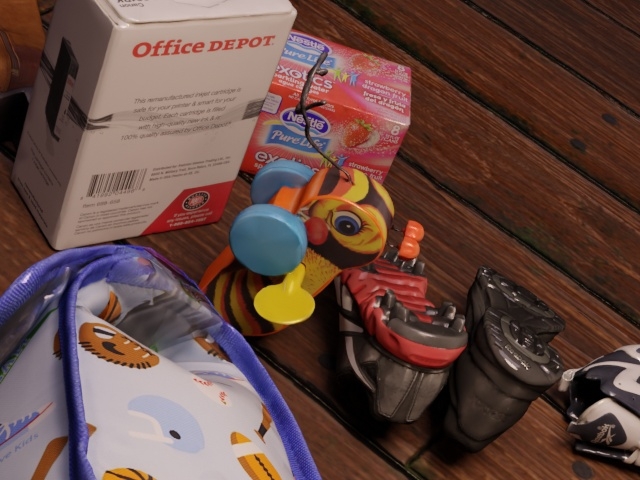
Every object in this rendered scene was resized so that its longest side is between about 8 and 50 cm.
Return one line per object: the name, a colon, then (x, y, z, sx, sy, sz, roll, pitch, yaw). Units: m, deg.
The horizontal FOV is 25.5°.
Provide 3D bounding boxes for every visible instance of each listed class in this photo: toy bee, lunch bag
toy bee: (0.000, 0.000, 1.272, 0.162, 0.298, 0.195, 28, 59, -4)
lunch bag: (-0.171, 0.197, 0.831, 0.239, 0.328, 0.385, 37, 12, -23)

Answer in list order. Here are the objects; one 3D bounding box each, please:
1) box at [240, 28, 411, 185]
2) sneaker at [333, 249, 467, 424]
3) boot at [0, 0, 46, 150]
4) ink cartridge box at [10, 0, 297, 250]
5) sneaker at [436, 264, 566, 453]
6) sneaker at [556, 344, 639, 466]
box: (-0.039, -0.149, 1.550, 0.257, 0.128, 0.122, 17, 39, -9)
sneaker: (0.058, 0.087, 1.354, 0.098, 0.135, 0.276, 12, 17, -15)
boot: (-0.391, -0.210, 1.465, 0.264, 0.096, 0.280, -3, 45, -30)
ink cartridge box: (-0.164, -0.137, 1.354, 0.197, 0.273, 0.114, -11, 51, -37)
sneaker: (0.163, 0.113, 1.373, 0.109, 0.130, 0.286, 35, 17, 3)
sneaker: (0.317, 0.196, 1.366, 0.153, 0.094, 0.235, -5, 47, -30)
